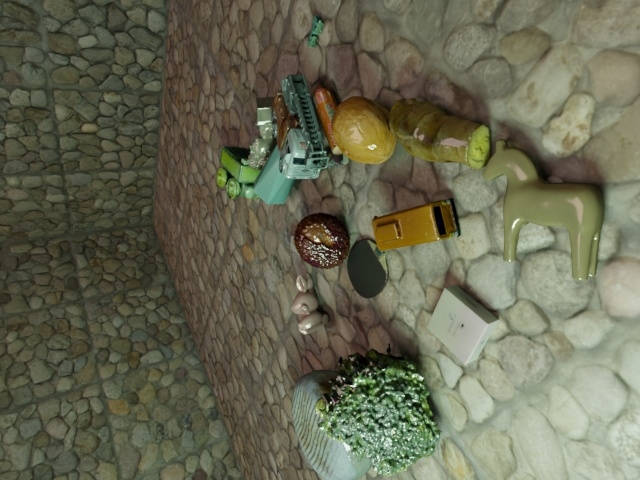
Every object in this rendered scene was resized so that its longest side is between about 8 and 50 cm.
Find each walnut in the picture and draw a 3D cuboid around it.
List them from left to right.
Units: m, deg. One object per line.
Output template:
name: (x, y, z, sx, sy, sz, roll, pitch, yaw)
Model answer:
walnut: (0.115, -0.287, 1.072, 0.207, 0.159, 0.159, 54, 139, 28)

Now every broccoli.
broccoli: (0.177, 0.451, 1.141, 0.294, 0.347, 0.281, -56, 3, -2)

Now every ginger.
ginger: (0.257, -0.239, 0.923, 0.263, 0.116, 0.109, 37, 169, 40)

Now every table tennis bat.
table tennis bat: (0.158, 0.058, 1.223, 0.174, 0.022, 0.301, 62, 144, 26)

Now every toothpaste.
toothpaste: (0.018, -0.263, 1.337, 0.216, 0.037, 0.062, -3, 92, 51)

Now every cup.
cup: (-0.146, -0.256, 1.495, 0.236, 0.134, 0.148, 126, 153, -43)

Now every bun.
bun: (0.048, 0.606, 1.368, 0.361, 0.211, 0.363, 26, 123, 50)

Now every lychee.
lychee: (0.000, 0.000, 1.316, 0.188, 0.188, 0.189, 21, 116, 53)

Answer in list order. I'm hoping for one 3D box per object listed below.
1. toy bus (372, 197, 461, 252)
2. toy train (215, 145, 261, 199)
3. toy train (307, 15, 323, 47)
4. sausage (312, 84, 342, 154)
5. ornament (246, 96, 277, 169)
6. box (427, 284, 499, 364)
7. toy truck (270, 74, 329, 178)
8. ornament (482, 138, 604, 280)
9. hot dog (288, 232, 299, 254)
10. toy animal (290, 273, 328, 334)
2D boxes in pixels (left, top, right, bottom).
toy bus: (0.225, -0.032, 1.004, 0.200, 0.114, 0.098, -13, 89, 49)
toy train: (-0.343, -0.290, 1.767, 0.271, 0.158, 0.189, 44, 127, 42)
toy train: (-0.019, -0.659, 1.291, 0.092, 0.029, 0.045, -56, 46, 48)
sausage: (0.030, -0.379, 1.251, 0.071, 0.071, 0.235, -42, 63, 52)
ornament: (-0.199, -0.399, 1.542, 0.121, 0.129, 0.286, -103, 24, -53)
box: (0.334, 0.197, 0.969, 0.130, 0.051, 0.130, 45, 133, 41)
toy truck: (-0.064, -0.342, 1.275, 0.184, 0.132, 0.339, 119, 143, -58)
ornament: (0.408, -0.070, 0.777, 0.230, 0.061, 0.245, 17, 114, 56)
hot dog: (-0.058, 0.022, 1.515, 0.192, 0.053, 0.099, 23, 116, 55)
toy animal: (-0.057, 0.234, 1.519, 0.124, 0.124, 0.213, -50, 51, 49)
